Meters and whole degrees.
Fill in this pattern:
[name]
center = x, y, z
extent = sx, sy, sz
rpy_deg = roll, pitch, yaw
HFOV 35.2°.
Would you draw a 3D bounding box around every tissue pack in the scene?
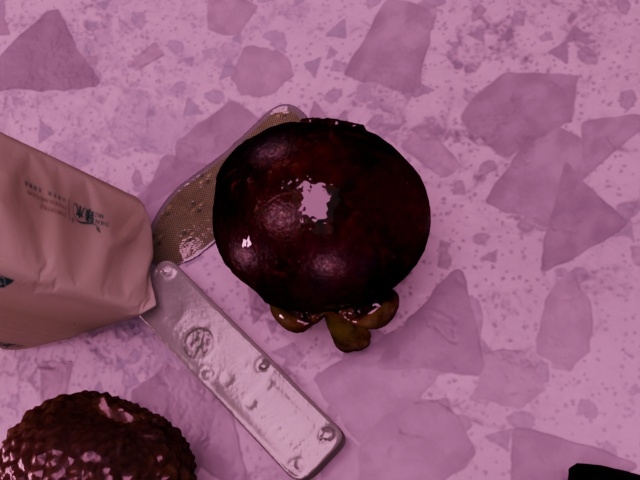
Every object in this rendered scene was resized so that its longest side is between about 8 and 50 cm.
[tissue pack]
center = -0.432, 0.007, 1.299
extent = 0.297, 0.380, 0.207
rpy_deg = -16, 70, 23

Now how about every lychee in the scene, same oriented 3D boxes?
[lychee]
center = -0.290, 0.325, 1.270
extent = 0.268, 0.267, 0.267
rpy_deg = -3, 71, 8

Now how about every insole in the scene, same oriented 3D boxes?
[insole]
center = -0.140, -0.083, 1.510
extent = 0.322, 0.007, 0.109
rpy_deg = -45, 71, -7

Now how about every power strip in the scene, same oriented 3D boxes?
[power strip]
center = -0.126, 0.168, 1.390
extent = 0.091, 0.062, 0.385
rpy_deg = -45, 71, -6

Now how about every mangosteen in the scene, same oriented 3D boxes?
[mangosteen]
center = -0.006, -0.018, 1.322
extent = 0.297, 0.297, 0.293
rpy_deg = 30, 102, 17

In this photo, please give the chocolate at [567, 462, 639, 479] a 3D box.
[chocolate]
center = 0.380, 0.394, 1.149
extent = 0.284, 0.283, 0.186
rpy_deg = 23, 97, 16
